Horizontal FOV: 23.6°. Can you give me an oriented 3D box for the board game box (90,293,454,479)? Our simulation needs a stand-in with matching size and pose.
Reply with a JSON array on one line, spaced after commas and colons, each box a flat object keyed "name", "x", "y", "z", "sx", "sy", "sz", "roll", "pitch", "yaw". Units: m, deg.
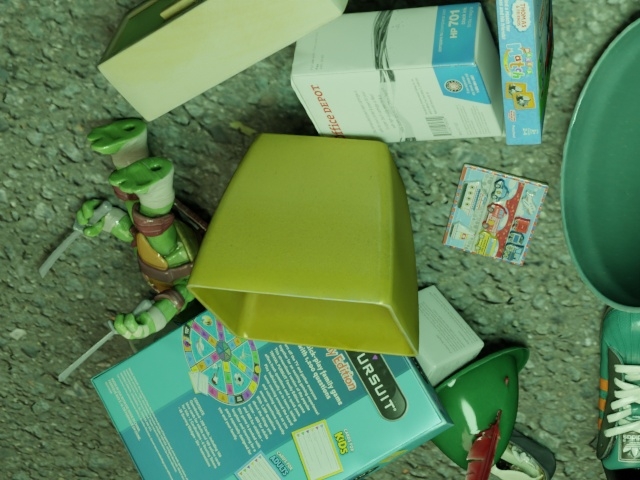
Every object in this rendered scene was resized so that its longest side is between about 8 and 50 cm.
[{"name": "board game box", "x": -0.056, "y": 0.186, "z": 1.753, "sx": 0.336, "sy": 0.254, "sz": 0.079, "roll": -31, "pitch": 166, "yaw": 6}]

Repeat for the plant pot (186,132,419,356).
[{"name": "plant pot", "x": 0.000, "y": 0.000, "z": 1.632, "sx": 0.212, "sy": 0.187, "sz": 0.212, "roll": 5, "pitch": 162, "yaw": 14}]

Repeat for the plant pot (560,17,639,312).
[{"name": "plant pot", "x": 0.396, "y": -0.066, "z": 1.480, "sx": 0.196, "sy": 0.293, "sz": 0.293, "roll": 8, "pitch": 139, "yaw": -25}]

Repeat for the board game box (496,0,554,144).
[{"name": "board game box", "x": 0.194, "y": -0.222, "z": 1.447, "sx": 0.039, "sy": 0.160, "sz": 0.211, "roll": 1, "pitch": 133, "yaw": 14}]

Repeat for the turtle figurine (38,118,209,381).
[{"name": "turtle figurine", "x": -0.239, "y": 0.013, "z": 1.770, "sx": 0.274, "sy": 0.198, "sz": 0.266, "roll": 3, "pitch": 129, "yaw": 9}]

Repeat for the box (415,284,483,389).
[{"name": "box", "x": 0.118, "y": 0.130, "z": 1.821, "sx": 0.101, "sy": 0.087, "sz": 0.102, "roll": 50, "pitch": 139, "yaw": 23}]

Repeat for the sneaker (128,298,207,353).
[{"name": "sneaker", "x": -0.073, "y": 0.195, "z": 1.940, "sx": 0.323, "sy": 0.130, "sz": 0.236, "roll": 11, "pitch": 148, "yaw": 23}]

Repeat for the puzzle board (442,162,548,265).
[{"name": "puzzle board", "x": 0.197, "y": -0.027, "z": 1.734, "sx": 0.096, "sy": 0.011, "sz": 0.128, "roll": 14, "pitch": 134, "yaw": 3}]

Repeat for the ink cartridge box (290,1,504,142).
[{"name": "ink cartridge box", "x": 0.082, "y": -0.166, "z": 1.561, "sx": 0.190, "sy": 0.082, "sz": 0.139, "roll": -1, "pitch": 153, "yaw": 19}]

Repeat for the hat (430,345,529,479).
[{"name": "hat", "x": 0.210, "y": 0.255, "z": 1.814, "sx": 0.208, "sy": 0.183, "sz": 0.173, "roll": -29, "pitch": 156, "yaw": -13}]

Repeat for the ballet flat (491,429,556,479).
[{"name": "ballet flat", "x": 0.215, "y": 0.261, "z": 1.957, "sx": 0.203, "sy": 0.074, "sz": 0.074, "roll": 31, "pitch": 133, "yaw": -13}]

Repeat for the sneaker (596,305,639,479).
[{"name": "sneaker", "x": 0.382, "y": 0.202, "z": 1.817, "sx": 0.108, "sy": 0.121, "sz": 0.302, "roll": 1, "pitch": 132, "yaw": 15}]

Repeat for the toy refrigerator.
[{"name": "toy refrigerator", "x": -0.098, "y": -0.234, "z": 1.562, "sx": 0.269, "sy": 0.102, "sz": 0.094, "roll": -24, "pitch": 122, "yaw": 33}]
